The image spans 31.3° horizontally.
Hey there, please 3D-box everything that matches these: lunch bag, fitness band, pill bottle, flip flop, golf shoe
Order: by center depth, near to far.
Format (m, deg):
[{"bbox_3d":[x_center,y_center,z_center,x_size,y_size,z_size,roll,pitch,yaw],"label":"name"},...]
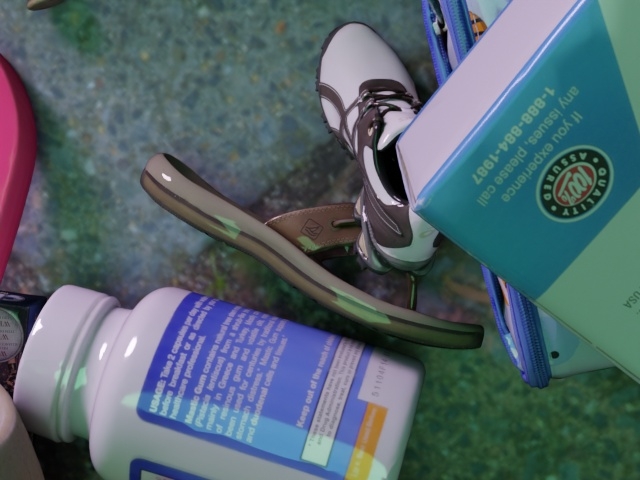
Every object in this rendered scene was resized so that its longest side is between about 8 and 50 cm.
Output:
[{"bbox_3d":[0.134,-0.071,0.720,0.115,0.243,0.303,-14,98,10],"label":"lunch bag"},{"bbox_3d":[0.052,-0.077,0.779,0.077,0.094,0.198,-7,67,-19],"label":"golf shoe"},{"bbox_3d":[-0.073,0.121,0.828,0.272,0.152,0.152,17,101,5],"label":"pill bottle"},{"bbox_3d":[0.000,0.000,0.831,0.277,0.112,0.080,31,88,7],"label":"flip flop"},{"bbox_3d":[-0.332,-0.031,0.866,0.209,0.054,0.290,16,88,4],"label":"fitness band"}]

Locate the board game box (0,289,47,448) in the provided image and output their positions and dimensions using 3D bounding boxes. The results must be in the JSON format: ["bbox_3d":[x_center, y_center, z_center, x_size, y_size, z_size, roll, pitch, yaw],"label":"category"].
[{"bbox_3d":[-0.348,0.110,0.920,0.243,0.042,0.165,8,101,7],"label":"board game box"}]

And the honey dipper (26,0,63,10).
[{"bbox_3d":[-0.229,-0.253,0.852,0.030,0.030,0.160,-17,93,10],"label":"honey dipper"}]

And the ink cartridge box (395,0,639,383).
[{"bbox_3d":[0.224,-0.025,0.544,0.307,0.129,0.223,36,103,-11],"label":"ink cartridge box"}]

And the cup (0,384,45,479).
[{"bbox_3d":[-0.308,0.203,0.748,0.331,0.331,0.237,19,107,4],"label":"cup"}]
